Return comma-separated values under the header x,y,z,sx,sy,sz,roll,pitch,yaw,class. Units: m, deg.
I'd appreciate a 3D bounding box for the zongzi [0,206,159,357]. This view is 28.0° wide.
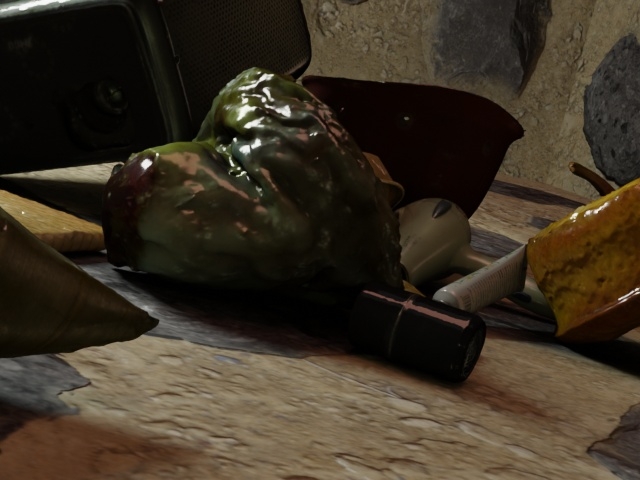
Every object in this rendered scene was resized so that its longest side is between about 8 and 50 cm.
x,y,z,sx,sy,sz,roll,pitch,yaw,class
-0.365,-0.010,0.917,0.393,0.174,0.356,19,-3,-43,zongzi

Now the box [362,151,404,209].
x,y,z,sx,sy,sz,roll,pitch,yaw,class
0.032,-0.045,1.738,0.111,0.177,0.111,22,47,-26,box

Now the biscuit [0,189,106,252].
x,y,z,sx,sy,sz,roll,pitch,yaw,class
-0.367,-0.030,1.419,0.250,0.030,0.160,18,9,26,biscuit

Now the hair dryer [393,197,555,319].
x,y,z,sx,sy,sz,roll,pitch,yaw,class
0.179,0.045,1.667,0.298,0.119,0.296,34,24,30,hair dryer

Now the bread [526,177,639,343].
x,y,z,sx,sy,sz,roll,pitch,yaw,class
0.402,0.006,1.579,0.172,0.312,0.312,59,14,2,bread

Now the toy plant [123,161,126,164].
x,y,z,sx,sy,sz,roll,pitch,yaw,class
-0.126,-0.116,1.891,0.279,0.185,0.400,42,14,-7,toy plant

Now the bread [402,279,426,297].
x,y,z,sx,sy,sz,roll,pitch,yaw,class
0.095,0.072,1.498,0.049,0.033,0.088,29,14,4,bread

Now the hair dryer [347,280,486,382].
x,y,z,sx,sy,sz,roll,pitch,yaw,class
0.121,0.097,1.326,0.124,0.071,0.219,19,1,21,hair dryer

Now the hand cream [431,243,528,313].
x,y,z,sx,sy,sz,roll,pitch,yaw,class
0.197,0.058,1.570,0.042,0.067,0.194,15,25,38,hand cream

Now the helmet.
x,y,z,sx,sy,sz,roll,pitch,yaw,class
0.118,-0.102,1.947,0.338,0.230,0.385,16,-3,-25,helmet

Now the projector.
x,y,z,sx,sy,sz,roll,pitch,yaw,class
-0.267,-0.268,1.747,0.395,0.242,0.405,-5,21,29,projector

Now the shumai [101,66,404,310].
x,y,z,sx,sy,sz,roll,pitch,yaw,class
-0.091,-0.009,1.371,0.263,0.304,0.309,-27,9,-19,shumai

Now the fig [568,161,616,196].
x,y,z,sx,sy,sz,roll,pitch,yaw,class
0.433,-0.001,1.928,0.175,0.207,0.175,11,-1,0,fig

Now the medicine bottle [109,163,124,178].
x,y,z,sx,sy,sz,roll,pitch,yaw,class
-0.203,-0.045,1.607,0.130,0.080,0.080,12,9,-12,medicine bottle
